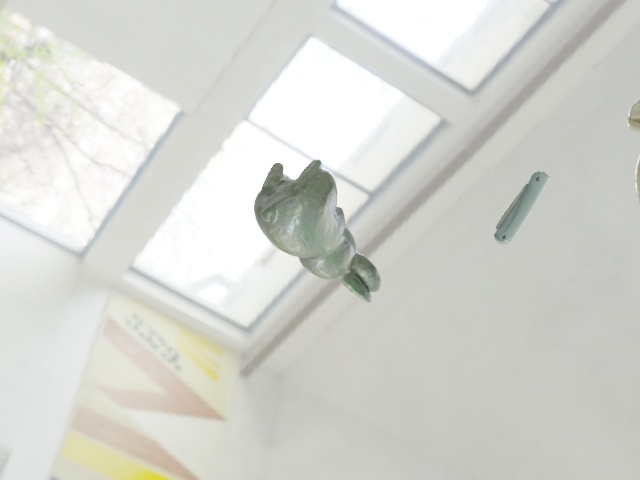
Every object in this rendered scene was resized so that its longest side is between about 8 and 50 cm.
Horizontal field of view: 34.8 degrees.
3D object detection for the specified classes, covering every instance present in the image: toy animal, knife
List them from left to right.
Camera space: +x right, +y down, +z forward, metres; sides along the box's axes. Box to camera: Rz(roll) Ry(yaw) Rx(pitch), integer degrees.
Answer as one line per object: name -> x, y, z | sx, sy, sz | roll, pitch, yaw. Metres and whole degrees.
toy animal -> -0.003, 0.001, 1.505 | 0.127, 0.251, 0.125 | -37, -145, -7
knife -> 0.382, -0.063, 1.949 | 0.044, 0.023, 0.162 | 30, -97, 28

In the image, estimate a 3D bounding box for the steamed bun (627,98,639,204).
steamed bun -> 0.586, -0.134, 1.483 | 0.289, 0.276, 0.203 | -38, 180, -6
